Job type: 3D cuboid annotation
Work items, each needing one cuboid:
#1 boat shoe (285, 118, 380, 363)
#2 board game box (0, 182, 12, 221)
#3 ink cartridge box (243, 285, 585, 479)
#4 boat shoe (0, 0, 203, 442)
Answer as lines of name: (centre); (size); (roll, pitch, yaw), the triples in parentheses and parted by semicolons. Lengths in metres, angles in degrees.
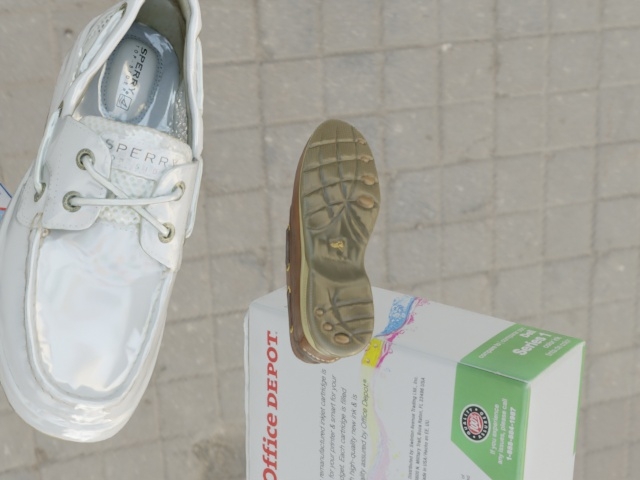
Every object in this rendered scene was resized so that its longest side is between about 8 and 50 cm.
boat shoe: (0.000, 0.000, 0.786); (0.064, 0.060, 0.178); (15, 64, -27)
board game box: (-0.302, -0.037, 0.772); (0.160, 0.211, 0.039); (1, 121, -41)
ink cartridge box: (0.075, 0.161, 0.996); (0.117, 0.278, 0.201); (-23, 120, -51)
boat shoe: (-0.113, -0.033, 0.613); (0.098, 0.096, 0.277); (16, 57, -24)
